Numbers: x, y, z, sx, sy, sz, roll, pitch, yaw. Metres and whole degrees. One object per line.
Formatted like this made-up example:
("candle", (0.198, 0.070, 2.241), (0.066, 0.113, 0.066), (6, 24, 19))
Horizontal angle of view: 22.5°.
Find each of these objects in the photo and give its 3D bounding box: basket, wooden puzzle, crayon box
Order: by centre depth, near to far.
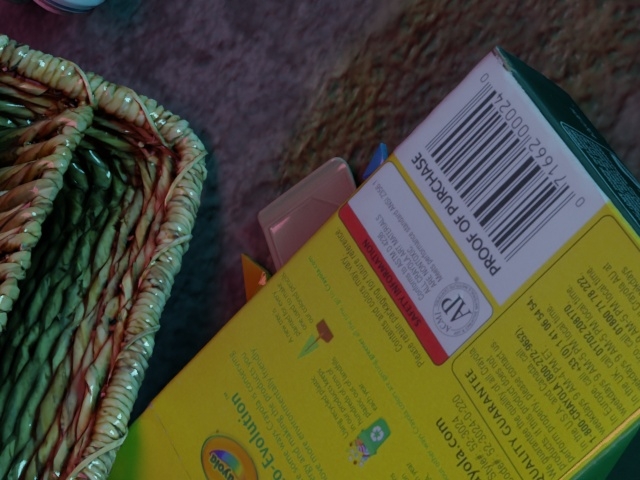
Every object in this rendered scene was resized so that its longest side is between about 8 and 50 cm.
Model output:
("crayon box", (0.043, 0.088, 0.796), (0.318, 0.081, 0.202), (-45, 53, 19))
("basket", (-0.229, 0.010, 0.897), (0.223, 0.213, 0.299), (-16, 41, 34))
("wooden puzzle", (0.000, 0.000, 0.904), (0.116, 0.014, 0.078), (-29, 64, 29))

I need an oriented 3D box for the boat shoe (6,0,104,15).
("boat shoe", (-0.205, -0.197, 1.095), (0.076, 0.083, 0.226), (-61, 37, 22))
